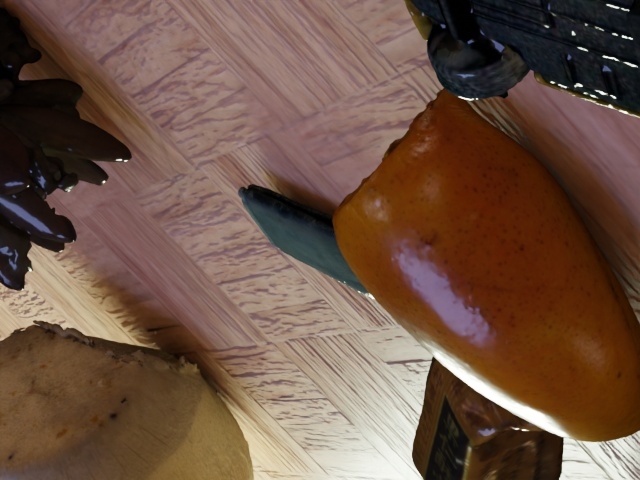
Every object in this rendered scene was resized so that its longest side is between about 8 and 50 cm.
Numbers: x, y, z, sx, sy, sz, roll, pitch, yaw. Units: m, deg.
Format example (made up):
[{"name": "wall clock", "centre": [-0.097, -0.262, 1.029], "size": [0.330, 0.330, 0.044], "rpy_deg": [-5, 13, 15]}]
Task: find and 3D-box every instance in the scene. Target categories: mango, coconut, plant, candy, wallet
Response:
[{"name": "mango", "centre": [0.115, 0.031, 1.010], "size": [0.252, 0.126, 0.154], "rpy_deg": [48, 171, -17]}, {"name": "coconut", "centre": [-0.254, 0.278, 1.886], "size": [0.346, 0.346, 0.360], "rpy_deg": [24, 147, 41]}, {"name": "plant", "centre": [-0.316, -0.116, 1.429], "size": [0.320, 0.181, 0.194], "rpy_deg": [41, 154, -1]}, {"name": "candy", "centre": [0.129, 0.125, 1.207], "size": [0.143, 0.101, 0.271], "rpy_deg": [59, 163, 32]}, {"name": "wallet", "centre": [0.000, 0.000, 1.296], "size": [0.129, 0.026, 0.088], "rpy_deg": [25, 158, 37]}]

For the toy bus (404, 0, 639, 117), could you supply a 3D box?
[{"name": "toy bus", "centre": [0.170, -0.097, 0.650], "size": [0.335, 0.123, 0.121], "rpy_deg": [25, 155, 39]}]
